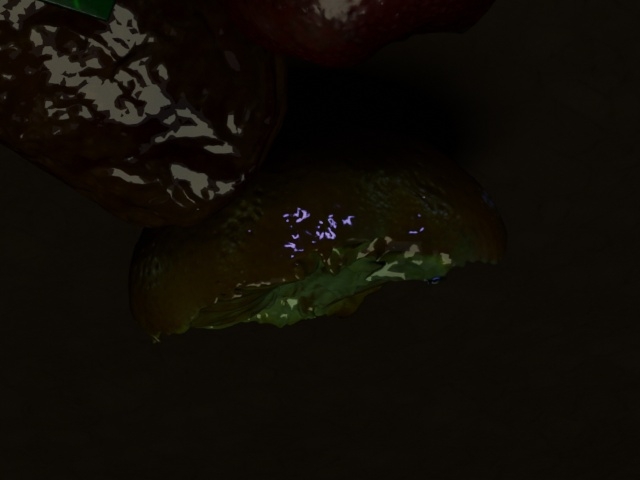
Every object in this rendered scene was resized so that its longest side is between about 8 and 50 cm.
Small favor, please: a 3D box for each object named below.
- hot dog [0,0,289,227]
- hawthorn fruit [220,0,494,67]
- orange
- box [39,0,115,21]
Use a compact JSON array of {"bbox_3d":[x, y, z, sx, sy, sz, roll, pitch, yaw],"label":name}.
[{"bbox_3d":[-0.203,-0.167,1.436,0.267,0.174,0.387,-32,128,30],"label":"hot dog"},{"bbox_3d":[0.024,-0.253,1.317,0.230,0.210,0.266,-11,128,4],"label":"hawthorn fruit"},{"bbox_3d":[-0.002,-0.010,1.637,0.335,0.196,0.262,-3,-174,-14],"label":"orange"},{"bbox_3d":[-0.168,-0.279,1.273,0.132,0.034,0.235,16,102,-27],"label":"box"}]
